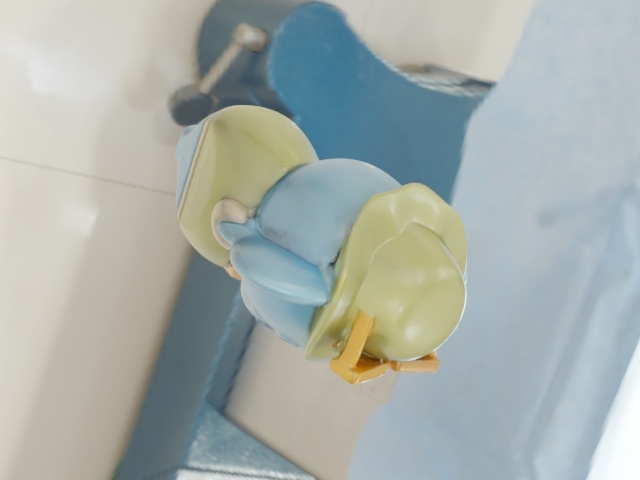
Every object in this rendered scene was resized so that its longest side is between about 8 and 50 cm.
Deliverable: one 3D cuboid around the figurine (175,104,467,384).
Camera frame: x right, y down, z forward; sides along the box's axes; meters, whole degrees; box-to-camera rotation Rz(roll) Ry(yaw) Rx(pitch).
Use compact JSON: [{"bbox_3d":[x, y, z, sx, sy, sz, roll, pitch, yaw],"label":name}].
[{"bbox_3d":[0.000,-0.004,0.911,0.154,0.262,0.180,-47,129,3],"label":"figurine"}]
